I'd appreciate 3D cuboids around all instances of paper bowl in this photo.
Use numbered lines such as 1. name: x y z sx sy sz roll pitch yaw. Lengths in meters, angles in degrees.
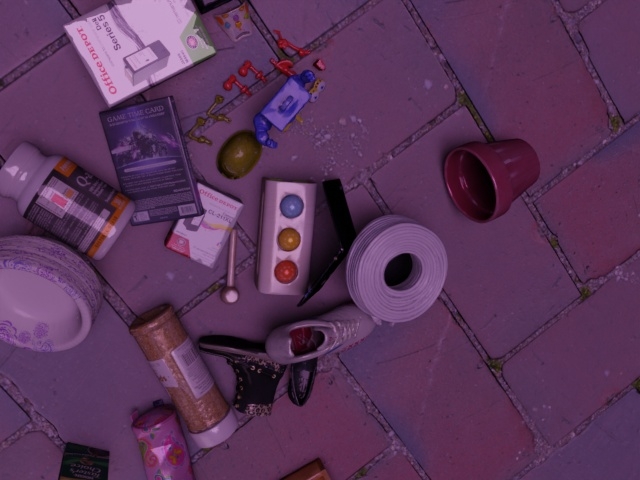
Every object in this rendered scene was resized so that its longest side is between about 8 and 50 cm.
1. paper bowl: -0.626 0.105 1.640 0.284 0.148 0.284 3 130 3

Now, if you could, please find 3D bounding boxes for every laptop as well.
1. laptop: 0.000 0.000 1.765 0.136 0.234 0.264 38 102 5

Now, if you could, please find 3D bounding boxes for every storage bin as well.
1. storage bin: 0.208 0.079 1.898 0.180 0.084 0.122 -34 106 -6

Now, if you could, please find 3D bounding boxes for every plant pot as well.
1. plant pot: 0.441 -0.168 1.859 0.180 0.201 0.201 -25 106 -24

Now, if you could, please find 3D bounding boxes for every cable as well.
1. cable: 0.183 0.070 1.784 0.257 0.089 0.257 -47 116 -4

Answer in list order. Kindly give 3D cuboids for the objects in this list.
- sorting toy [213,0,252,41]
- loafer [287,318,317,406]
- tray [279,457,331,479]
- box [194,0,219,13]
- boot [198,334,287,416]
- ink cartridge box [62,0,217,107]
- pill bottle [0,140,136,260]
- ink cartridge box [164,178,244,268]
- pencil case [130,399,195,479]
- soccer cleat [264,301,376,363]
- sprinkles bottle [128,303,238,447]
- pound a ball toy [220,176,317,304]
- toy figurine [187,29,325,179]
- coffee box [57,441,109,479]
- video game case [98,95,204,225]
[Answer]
1. sorting toy: -0.193 -0.504 1.718 0.083 0.045 0.075 -28 125 -6
2. loafer: -0.039 0.314 1.888 0.076 0.078 0.223 6 98 -15
3. tray: 0.002 0.813 2.001 0.202 0.076 0.411 -28 107 -7
4. box: -0.211 -0.580 1.631 0.156 0.158 0.093 -27 105 -6
5. boot: -0.205 0.341 1.854 0.236 0.085 0.179 13 100 -14
6. ink cartridge box: -0.396 -0.441 1.638 0.272 0.115 0.198 -29 106 -6
7. pill bottle: -0.566 -0.090 1.642 0.278 0.162 0.162 34 92 -15
8. ink cartridge box: -0.278 -0.042 1.766 0.127 0.072 0.175 25 95 -16
9. pencil case: -0.384 0.550 1.838 0.124 0.124 0.284 -15 104 -10
10. soccer cleat: 0.026 0.231 1.812 0.331 0.143 0.116 -15 91 -30
11. sprinkles bottle: -0.330 0.331 1.803 0.121 0.121 0.355 -28 105 -6
12. pound a ball toy: -0.124 0.011 1.780 0.208 0.136 0.319 3 100 -14
13. toy figurine: -0.126 -0.305 1.675 0.191 0.217 0.362 43 89 -17
14. coffee box: -0.562 0.549 1.758 0.113 0.184 0.040 18 97 -16
15. video game case: -0.385 -0.176 1.686 0.196 0.026 0.274 -7 104 24
